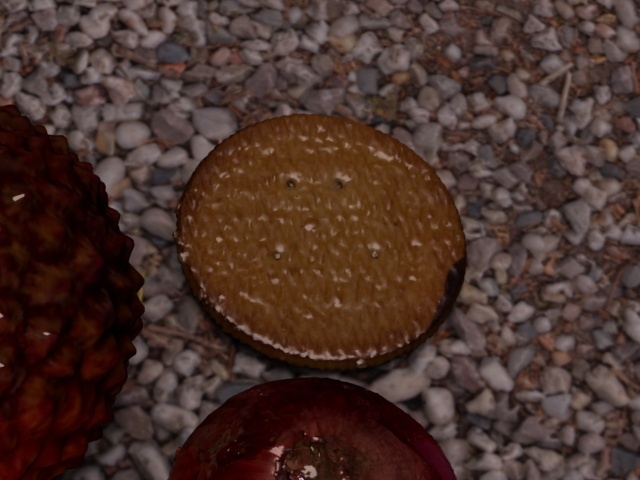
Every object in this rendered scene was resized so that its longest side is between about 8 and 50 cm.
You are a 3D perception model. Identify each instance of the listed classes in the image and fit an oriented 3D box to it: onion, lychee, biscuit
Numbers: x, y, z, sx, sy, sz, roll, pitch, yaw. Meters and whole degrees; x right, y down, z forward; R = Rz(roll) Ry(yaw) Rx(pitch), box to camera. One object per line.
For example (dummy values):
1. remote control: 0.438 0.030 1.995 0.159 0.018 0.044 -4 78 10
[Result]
1. onion: -0.005 0.251 1.714 0.276 0.276 0.276 3 60 -6
2. lychee: -0.390 0.061 1.687 0.500 0.424 0.424 0 56 -39
3. biscuit: 0.000 0.000 1.985 0.305 0.038 0.305 4 58 -7
